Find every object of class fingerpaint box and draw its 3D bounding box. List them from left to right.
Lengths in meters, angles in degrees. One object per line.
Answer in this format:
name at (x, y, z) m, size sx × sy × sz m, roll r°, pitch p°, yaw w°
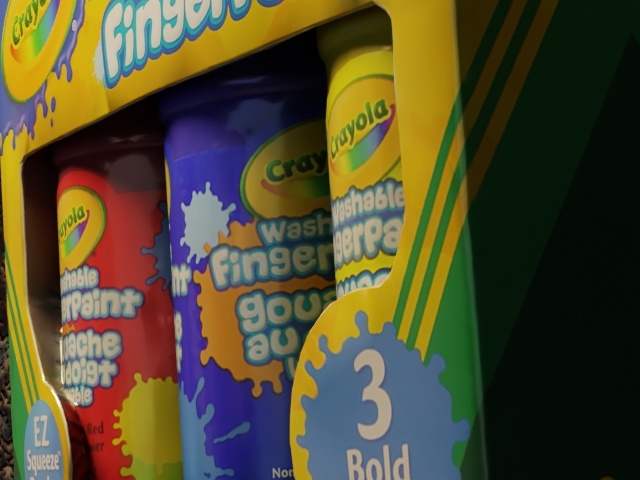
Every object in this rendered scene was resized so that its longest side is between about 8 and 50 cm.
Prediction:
fingerpaint box at (0.000, 0.000, 0.846) m, size 0.445 × 0.163 × 0.371 m, roll -12°, pitch 79°, yaw 59°
